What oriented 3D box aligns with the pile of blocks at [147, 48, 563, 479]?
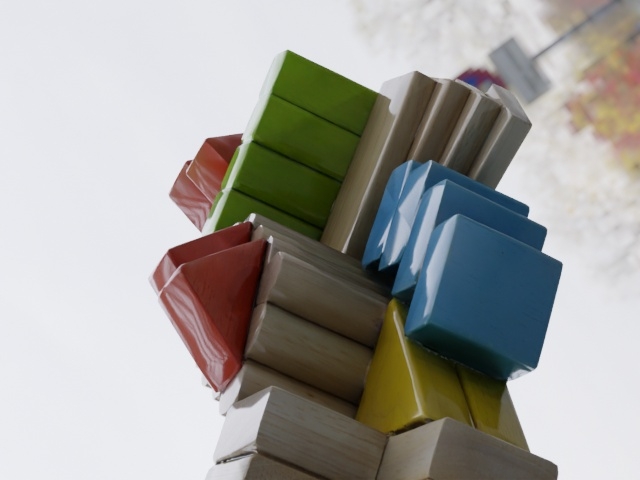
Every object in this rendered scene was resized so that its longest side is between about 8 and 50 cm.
[{"bbox_3d":[0.000,0.000,0.676,0.113,0.149,0.362,24,-165,-16],"label":"pile of blocks"}]
